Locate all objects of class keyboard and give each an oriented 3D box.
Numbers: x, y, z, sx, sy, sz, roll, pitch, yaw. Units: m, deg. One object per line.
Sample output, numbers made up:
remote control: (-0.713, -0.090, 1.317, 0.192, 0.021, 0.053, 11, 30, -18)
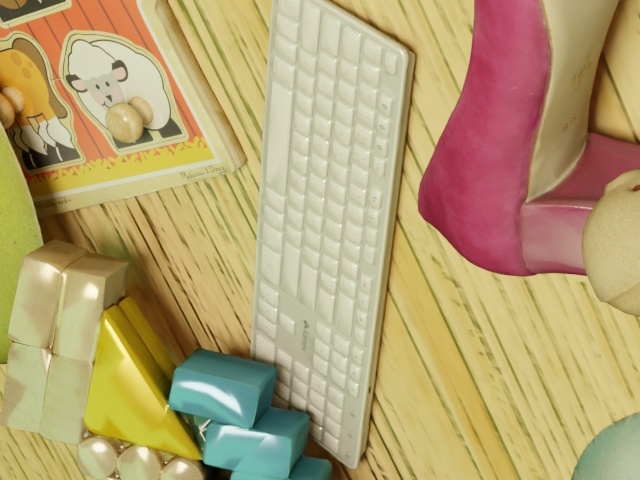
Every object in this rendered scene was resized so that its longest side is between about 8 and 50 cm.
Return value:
keyboard: (0.000, 0.000, 0.879, 0.072, 0.014, 0.256, 30, 139, 23)

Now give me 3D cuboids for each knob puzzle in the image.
knob puzzle: (-0.139, -0.099, 0.918, 0.213, 0.030, 0.213, 26, 138, 27)

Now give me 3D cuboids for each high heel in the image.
high heel: (0.059, -0.089, 0.698, 0.117, 0.082, 0.244, 14, 139, 38)

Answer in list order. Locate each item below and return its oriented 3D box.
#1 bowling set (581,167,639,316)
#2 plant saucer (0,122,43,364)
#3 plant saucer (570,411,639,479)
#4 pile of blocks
bowling set: (0.136, -0.010, 0.534, 0.200, 0.154, 0.287, 53, 157, 1)
plant saucer: (-0.227, -0.035, 1.022, 0.241, 0.037, 0.241, 33, 139, 34)
plant saucer: (0.177, 0.157, 0.823, 0.195, 0.037, 0.195, 26, 137, 28)
pile of blocks: (-0.024, 0.148, 0.970, 0.149, 0.112, 0.362, -26, 95, 14)
